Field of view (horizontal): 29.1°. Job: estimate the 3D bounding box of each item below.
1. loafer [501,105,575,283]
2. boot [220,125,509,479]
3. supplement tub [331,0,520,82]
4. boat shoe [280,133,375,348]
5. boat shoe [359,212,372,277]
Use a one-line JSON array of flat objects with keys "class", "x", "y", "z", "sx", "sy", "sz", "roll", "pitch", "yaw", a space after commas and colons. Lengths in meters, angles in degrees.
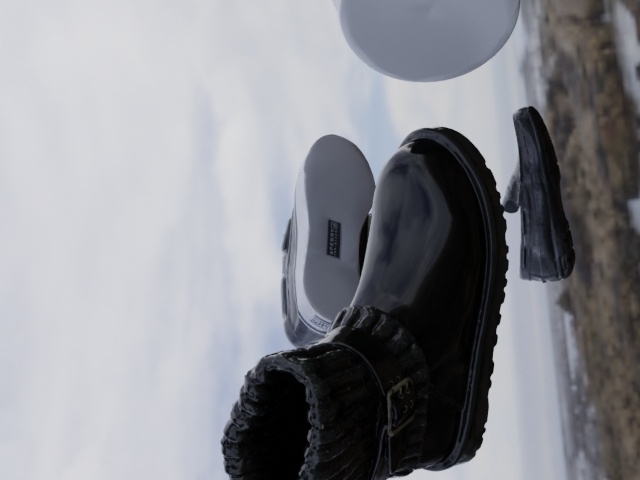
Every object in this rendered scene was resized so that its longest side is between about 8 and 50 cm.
[{"class": "loafer", "x": 0.260, "y": -0.054, "z": 1.528, "sx": 0.076, "sy": 0.078, "sz": 0.223, "roll": -39, "pitch": -61, "yaw": -66}, {"class": "boot", "x": 0.040, "y": 0.075, "z": 1.098, "sx": 0.260, "sy": 0.131, "sz": 0.348, "roll": -6, "pitch": -82, "yaw": -43}, {"class": "supplement tub", "x": 0.098, "y": -0.306, "z": 1.221, "sx": 0.191, "sy": 0.191, "sz": 0.272, "roll": 74, "pitch": -169, "yaw": -45}, {"class": "boat shoe", "x": 0.000, "y": 0.000, "z": 1.561, "sx": 0.102, "sy": 0.108, "sz": 0.301, "roll": -44, "pitch": 34, "yaw": 45}, {"class": "boat shoe", "x": 0.050, "y": 0.023, "z": 1.631, "sx": 0.049, "sy": 0.042, "sz": 0.133, "roll": 72, "pitch": -160, "yaw": -60}]
